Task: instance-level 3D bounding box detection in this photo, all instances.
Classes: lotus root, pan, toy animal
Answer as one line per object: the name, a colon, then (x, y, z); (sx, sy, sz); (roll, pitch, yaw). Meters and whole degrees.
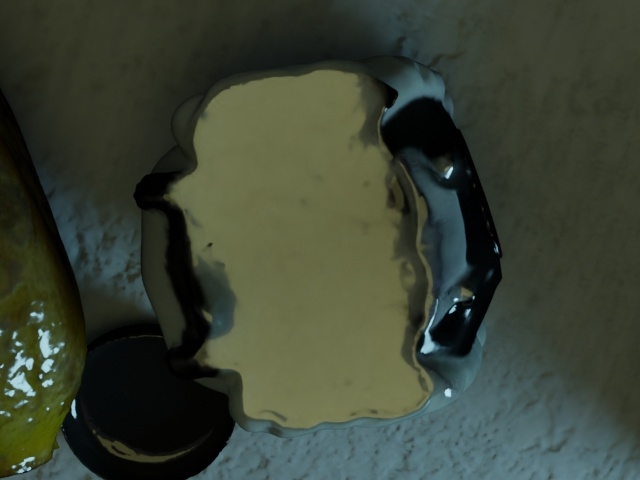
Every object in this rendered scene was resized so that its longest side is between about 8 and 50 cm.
lotus root: (-0.239, 0.005, 1.001); (0.193, 0.193, 0.291); (-21, 108, 6)
pan: (-0.159, 0.103, 1.118); (0.212, 0.040, 0.114); (2, 113, -9)
toy animal: (0.000, 0.000, 1.026); (0.204, 0.156, 0.208); (-11, 95, 5)
